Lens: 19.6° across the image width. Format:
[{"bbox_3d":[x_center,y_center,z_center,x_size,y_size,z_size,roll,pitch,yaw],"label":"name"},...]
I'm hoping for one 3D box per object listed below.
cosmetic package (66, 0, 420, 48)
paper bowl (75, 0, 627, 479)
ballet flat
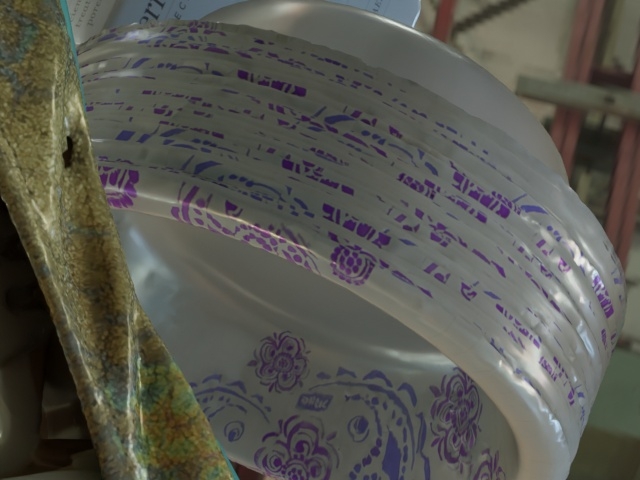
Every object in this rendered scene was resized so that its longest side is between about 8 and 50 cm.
[{"bbox_3d":[-0.074,-0.113,1.015,0.151,0.183,0.151,-2,-120,47],"label":"cosmetic package"},{"bbox_3d":[0.000,0.000,0.846,0.284,0.284,0.148,21,-114,10],"label":"paper bowl"},{"bbox_3d":[-0.102,0.044,0.549,0.123,0.123,0.349,-17,-94,-14],"label":"ballet flat"}]
